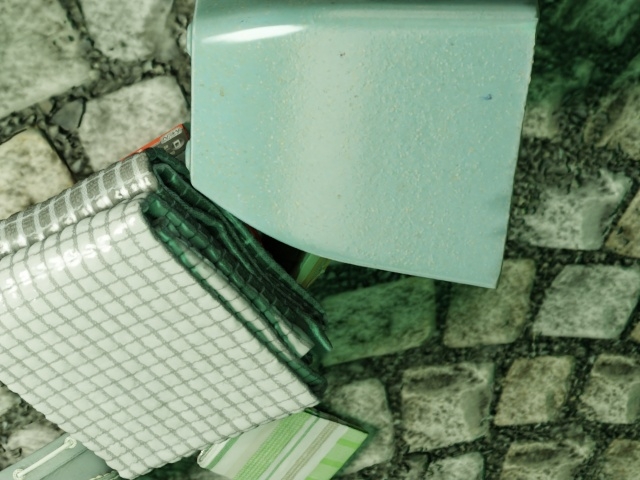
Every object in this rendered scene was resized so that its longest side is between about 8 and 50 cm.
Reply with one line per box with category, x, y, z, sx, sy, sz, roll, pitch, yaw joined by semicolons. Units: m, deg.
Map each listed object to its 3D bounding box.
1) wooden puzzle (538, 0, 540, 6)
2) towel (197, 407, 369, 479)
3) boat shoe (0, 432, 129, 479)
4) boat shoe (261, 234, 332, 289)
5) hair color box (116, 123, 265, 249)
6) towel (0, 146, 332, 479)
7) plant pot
wooden puzzle;0.172;-0.218;1.363;0.049;0.006;0.083;-7;127;-16
towel;-0.038;0.211;1.597;0.152;0.023;0.113;25;116;-35
boat shoe;-0.340;0.259;1.492;0.319;0.116;0.099;-18;86;2
boat shoe;0.000;0.000;1.427;0.072;0.068;0.190;15;119;-42
hair color box;-0.114;-0.029;1.374;0.072;0.043;0.141;-30;130;4
towel;-0.151;0.064;1.345;0.235;0.121;0.284;-25;131;23
plant pot;0.022;-0.134;1.231;0.252;0.247;0.248;3;125;-2
